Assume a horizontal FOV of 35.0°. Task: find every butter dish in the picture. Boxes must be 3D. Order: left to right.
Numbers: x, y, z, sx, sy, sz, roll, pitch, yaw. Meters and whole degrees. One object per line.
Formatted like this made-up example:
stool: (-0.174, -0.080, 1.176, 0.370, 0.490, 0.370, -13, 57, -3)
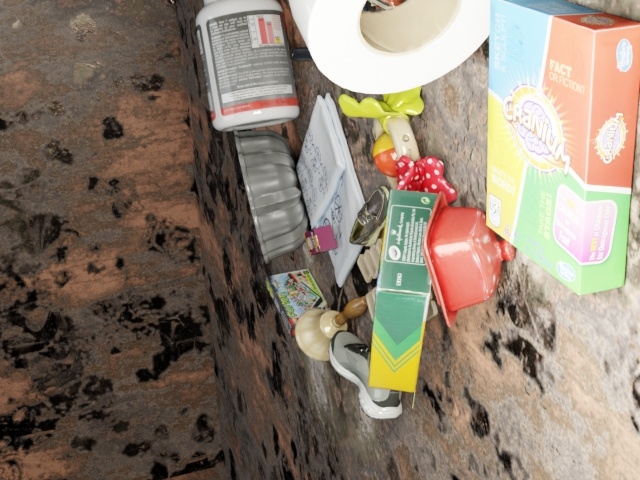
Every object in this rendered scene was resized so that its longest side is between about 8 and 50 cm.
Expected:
butter dish: (0.223, 0.020, 1.474, 0.160, 0.118, 0.160, -63, -40, -56)

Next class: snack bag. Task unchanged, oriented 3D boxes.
snack bag: (0.023, -0.096, 2.214, 0.323, 0.037, 0.342, 115, 141, -63)

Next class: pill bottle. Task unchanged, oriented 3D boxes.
pill bottle: (-0.177, -0.449, 2.367, 0.210, 0.210, 0.362, 178, 82, -74)

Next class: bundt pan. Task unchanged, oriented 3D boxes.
bundt pan: (-0.110, -0.116, 2.417, 0.331, 0.124, 0.330, 166, 90, -89)

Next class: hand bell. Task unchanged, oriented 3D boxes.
hand bell: (0.048, 0.173, 2.225, 0.242, 0.126, 0.126, -42, 59, 57)

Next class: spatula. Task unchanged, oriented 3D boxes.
spatula: (-0.010, -0.393, 2.151, 0.296, 0.030, 0.084, -151, 51, -69)

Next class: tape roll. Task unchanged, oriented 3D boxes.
tape roll: (0.104, -0.333, 1.352, 0.286, 0.286, 0.100, 100, 155, -50)

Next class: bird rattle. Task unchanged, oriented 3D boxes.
bird rattle: (0.142, -0.151, 1.707, 0.253, 0.143, 0.207, 64, 173, 8)

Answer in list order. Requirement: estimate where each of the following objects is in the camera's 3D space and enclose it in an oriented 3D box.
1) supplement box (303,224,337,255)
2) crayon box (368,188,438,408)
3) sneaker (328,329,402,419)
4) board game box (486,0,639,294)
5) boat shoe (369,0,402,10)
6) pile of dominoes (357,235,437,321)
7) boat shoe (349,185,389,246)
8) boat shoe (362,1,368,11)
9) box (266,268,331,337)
supplement box: (0.000, 0.000, 2.226, 0.083, 0.043, 0.055, 156, 98, -71)
crayon box: (0.131, 0.101, 1.638, 0.323, 0.083, 0.203, 90, -172, -50)
sneaker: (0.102, 0.255, 2.087, 0.271, 0.100, 0.108, -131, 48, -55)
board game box: (0.288, -0.127, 1.241, 0.242, 0.064, 0.316, -132, 35, -61)
boat shoe: (0.101, -0.419, 1.736, 0.137, 0.049, 0.043, -144, 43, -61)
pile of dominoes: (0.152, 0.082, 1.924, 0.251, 0.040, 0.196, 135, 124, -61)
boat shoe: (0.095, -0.041, 1.951, 0.056, 0.049, 0.152, 58, 146, 35)
boat shoe: (0.015, -0.439, 1.911, 0.258, 0.109, 0.089, -168, 66, -75)
box: (-0.050, 0.151, 2.476, 0.207, 0.114, 0.036, -121, 26, -50)
